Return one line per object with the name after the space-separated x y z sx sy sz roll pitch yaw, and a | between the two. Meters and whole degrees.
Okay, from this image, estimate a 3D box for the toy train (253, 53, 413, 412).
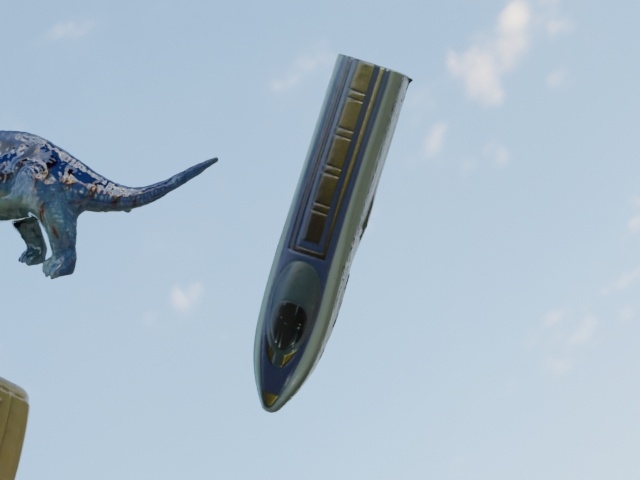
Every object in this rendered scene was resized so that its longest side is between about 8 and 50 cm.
0.000 0.000 1.232 0.048 0.055 0.252 -6 -67 -82 | toy train

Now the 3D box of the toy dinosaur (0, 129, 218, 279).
-0.251 -0.030 1.424 0.076 0.329 0.144 -32 -46 -78 | toy dinosaur

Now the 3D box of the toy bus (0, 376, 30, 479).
-0.442 0.139 1.552 0.202 0.177 0.365 -18 -38 42 | toy bus
